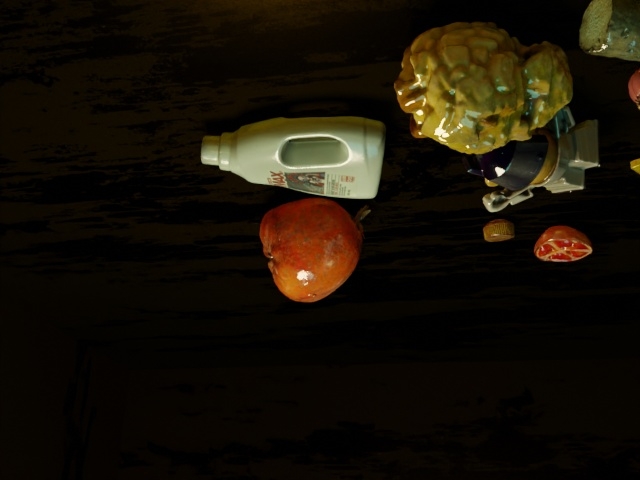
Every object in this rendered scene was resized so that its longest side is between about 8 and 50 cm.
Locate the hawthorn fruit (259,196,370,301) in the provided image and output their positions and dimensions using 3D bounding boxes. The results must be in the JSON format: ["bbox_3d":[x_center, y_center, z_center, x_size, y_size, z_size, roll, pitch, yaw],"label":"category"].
[{"bbox_3d":[0.000,0.000,2.204,0.307,0.276,0.276,-27,155,-3],"label":"hawthorn fruit"}]

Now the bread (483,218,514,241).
[{"bbox_3d":[0.479,-0.030,2.295,0.085,0.053,0.085,-4,167,-1],"label":"bread"}]

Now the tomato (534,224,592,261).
[{"bbox_3d":[0.660,0.002,2.325,0.156,0.069,0.155,5,156,2],"label":"tomato"}]

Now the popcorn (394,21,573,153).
[{"bbox_3d":[0.295,-0.268,1.561,0.332,0.225,0.265,-7,153,-7],"label":"popcorn"}]

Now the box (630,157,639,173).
[{"bbox_3d":[0.796,-0.181,1.940,0.087,0.023,0.155,19,152,-38],"label":"box"}]

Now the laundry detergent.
[{"bbox_3d":[-0.063,-0.196,1.888,0.398,0.124,0.264,5,158,0],"label":"laundry detergent"}]

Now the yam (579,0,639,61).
[{"bbox_3d":[0.553,-0.356,1.454,0.194,0.107,0.107,6,157,-11],"label":"yam"}]

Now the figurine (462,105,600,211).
[{"bbox_3d":[0.436,-0.181,1.772,0.308,0.308,0.143,19,-167,-34],"label":"figurine"}]

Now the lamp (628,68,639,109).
[{"bbox_3d":[0.638,-0.286,1.620,0.107,0.092,0.107,32,175,3],"label":"lamp"}]
